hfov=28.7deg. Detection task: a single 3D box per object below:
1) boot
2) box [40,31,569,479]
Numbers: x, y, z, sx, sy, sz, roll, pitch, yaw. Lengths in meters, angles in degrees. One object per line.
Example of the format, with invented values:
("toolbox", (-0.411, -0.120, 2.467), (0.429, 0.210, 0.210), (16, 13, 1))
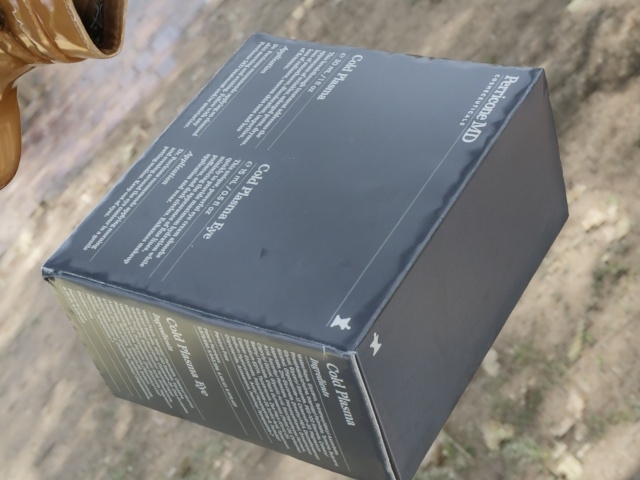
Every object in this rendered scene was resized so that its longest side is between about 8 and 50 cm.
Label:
("boot", (-0.149, -0.097, 0.600), (0.152, 0.197, 0.073), (14, 38, 34))
("box", (0.000, 0.000, 1.091), (0.312, 0.179, 0.343), (13, 50, 33))
